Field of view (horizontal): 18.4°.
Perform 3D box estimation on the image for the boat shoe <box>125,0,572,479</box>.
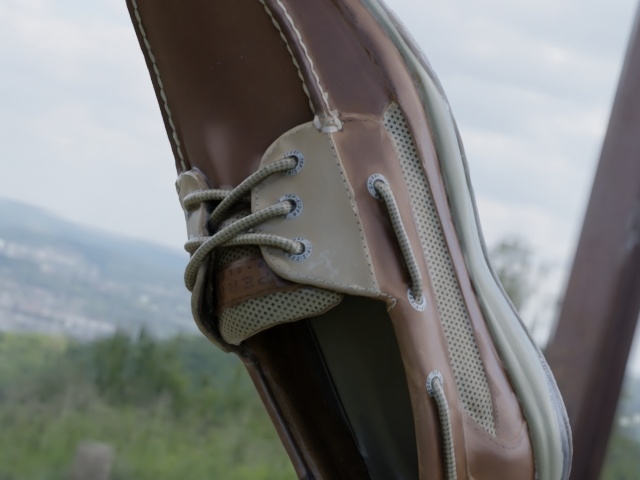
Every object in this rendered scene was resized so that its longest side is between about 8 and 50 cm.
[{"bbox_3d":[0.000,0.000,0.861,0.123,0.324,0.116,-29,0,40],"label":"boat shoe"}]
